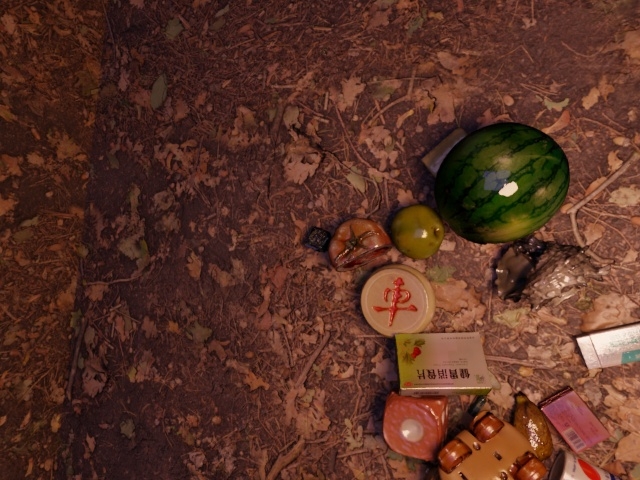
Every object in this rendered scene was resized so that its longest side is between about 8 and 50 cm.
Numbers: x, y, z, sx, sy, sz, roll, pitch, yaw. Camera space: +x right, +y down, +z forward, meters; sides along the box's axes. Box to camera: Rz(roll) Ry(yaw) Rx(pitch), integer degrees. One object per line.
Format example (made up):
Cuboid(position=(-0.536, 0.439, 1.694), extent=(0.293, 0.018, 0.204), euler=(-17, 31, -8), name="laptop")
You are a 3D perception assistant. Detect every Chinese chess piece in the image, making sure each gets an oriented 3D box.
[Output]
Cuboid(position=(0.254, 0.202, 1.363), extent=(0.251, 0.097, 0.250), euler=(-2, 84, 23), name="Chinese chess piece")

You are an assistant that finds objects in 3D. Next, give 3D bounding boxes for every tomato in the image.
Cuboid(position=(0.123, 0.002, 1.400), extent=(0.214, 0.181, 0.155), euler=(-28, 68, 14), name="tomato")

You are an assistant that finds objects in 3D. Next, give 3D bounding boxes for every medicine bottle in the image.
Cuboid(position=(0.795, 0.699, 1.066), extent=(0.341, 0.130, 0.130), euler=(23, 94, 24), name="medicine bottle")

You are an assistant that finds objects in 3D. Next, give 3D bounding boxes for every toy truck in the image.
Cuboid(position=(0.441, 0.631, 1.116), extent=(0.288, 0.211, 0.204), euler=(-29, 48, -19), name="toy truck")

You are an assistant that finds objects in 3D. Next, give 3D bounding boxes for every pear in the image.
Cuboid(position=(0.297, -0.027, 1.344), extent=(0.216, 0.166, 0.179), euler=(-1, 96, 48), name="pear")

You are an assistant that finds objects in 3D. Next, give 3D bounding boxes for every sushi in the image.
Cuboid(position=(0.000, 0.000, 1.516), extent=(0.085, 0.056, 0.083), euler=(21, 86, 24), name="sushi")

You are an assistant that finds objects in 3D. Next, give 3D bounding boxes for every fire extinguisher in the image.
Cuboid(position=(0.489, 0.505, 1.273), extent=(0.083, 0.025, 0.038), euler=(-57, 45, 9), name="fire extinguisher")

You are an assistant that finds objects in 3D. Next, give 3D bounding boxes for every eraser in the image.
Cuboid(position=(0.840, 0.283, 1.131), extent=(0.225, 0.052, 0.095), euler=(-19, 80, 19), name="eraser")

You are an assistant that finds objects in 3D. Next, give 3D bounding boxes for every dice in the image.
Cuboid(position=(0.300, 0.554, 1.269), extent=(0.175, 0.179, 0.173), euler=(0, 86, 28), name="dice")

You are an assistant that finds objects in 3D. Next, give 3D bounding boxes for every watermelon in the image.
Cuboid(position=(0.505, -0.161, 1.162), extent=(0.364, 0.363, 0.362), euler=(-2, 84, 23), name="watermelon")

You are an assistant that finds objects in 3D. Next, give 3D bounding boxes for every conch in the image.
Cuboid(position=(0.619, 0.109, 1.138), extent=(0.240, 0.313, 0.186), euler=(-46, 107, -23), name="conch")

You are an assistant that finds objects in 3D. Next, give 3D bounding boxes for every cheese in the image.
Cuboid(position=(0.428, -0.274, 1.342), extent=(0.167, 0.094, 0.123), euler=(-43, 80, 18), name="cheese")

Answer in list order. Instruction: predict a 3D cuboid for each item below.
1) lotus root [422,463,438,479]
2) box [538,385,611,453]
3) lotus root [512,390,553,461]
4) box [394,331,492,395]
Cuboid(position=(0.431, 0.792, 1.205), extent=(0.303, 0.131, 0.146), euler=(33, 130, 25), name="lotus root")
Cuboid(position=(0.713, 0.503, 1.159), extent=(0.111, 0.060, 0.156), euler=(-38, 75, 15), name="box")
Cuboid(position=(0.603, 0.540, 1.187), extent=(0.109, 0.094, 0.190), euler=(-4, 78, 0), name="lotus root")
Cuboid(position=(0.361, 0.371, 1.241), extent=(0.261, 0.062, 0.175), euler=(-2, 50, 5), name="box")
